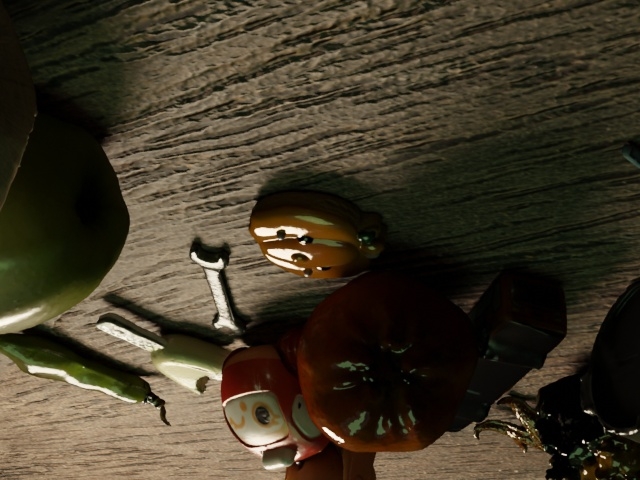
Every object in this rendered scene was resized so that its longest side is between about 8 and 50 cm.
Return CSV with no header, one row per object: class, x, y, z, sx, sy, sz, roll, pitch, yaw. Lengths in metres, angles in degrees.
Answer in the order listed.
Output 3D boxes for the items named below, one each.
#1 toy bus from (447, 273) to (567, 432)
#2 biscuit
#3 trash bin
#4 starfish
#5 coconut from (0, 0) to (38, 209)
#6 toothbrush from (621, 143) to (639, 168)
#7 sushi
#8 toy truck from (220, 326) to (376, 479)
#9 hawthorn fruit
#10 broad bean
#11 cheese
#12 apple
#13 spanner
toy bus,0.208,0.159,1.705,0.093,0.092,0.409,14,153,-9
biscuit,-0.001,0.004,1.533,0.170,0.050,0.170,9,154,4
trash bin,0.490,0.172,1.508,0.301,0.203,0.252,21,133,-16
starfish,0.344,0.293,1.953,0.238,0.057,0.213,24,158,-21
coconut,-0.433,-0.122,1.108,0.404,0.405,0.404,9,153,5
toothbrush,0.378,-0.044,1.337,0.219,0.016,0.019,30,156,-34
sushi,0.413,0.274,1.737,0.204,0.200,0.213,-20,146,34
toy truck,-0.024,0.269,1.845,0.265,0.239,0.189,29,148,-30
hawthorn fruit,0.080,0.143,1.604,0.224,0.224,0.261,12,-174,-2
broad bean,-0.377,0.206,2.060,0.325,0.067,0.075,22,-179,-25
cheese,-0.228,0.161,1.923,0.235,0.050,0.127,30,150,-30
apple,-0.357,-0.022,1.427,0.279,0.279,0.279,9,153,5
spanner,-0.135,0.070,1.750,0.054,0.015,0.254,7,152,8
